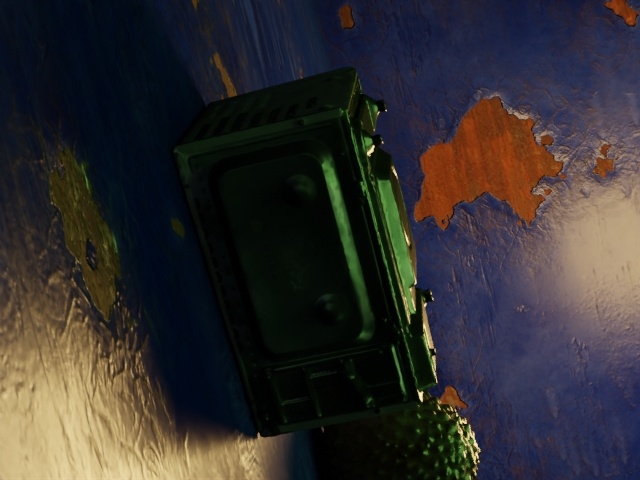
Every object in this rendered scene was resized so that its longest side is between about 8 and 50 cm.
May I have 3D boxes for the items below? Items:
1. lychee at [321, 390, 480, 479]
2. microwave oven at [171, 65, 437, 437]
[{"bbox_3d":[0.128,0.343,1.863,0.255,0.274,0.255,24,55,-40],"label":"lychee"},{"bbox_3d":[0.000,0.000,1.521,0.333,0.247,0.394,-82,158,-72],"label":"microwave oven"}]
